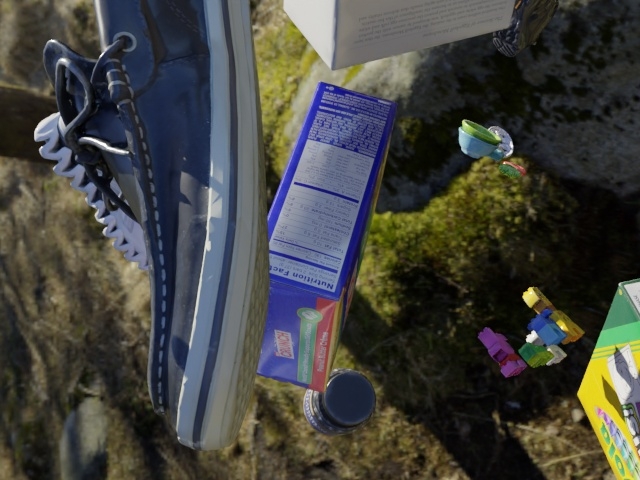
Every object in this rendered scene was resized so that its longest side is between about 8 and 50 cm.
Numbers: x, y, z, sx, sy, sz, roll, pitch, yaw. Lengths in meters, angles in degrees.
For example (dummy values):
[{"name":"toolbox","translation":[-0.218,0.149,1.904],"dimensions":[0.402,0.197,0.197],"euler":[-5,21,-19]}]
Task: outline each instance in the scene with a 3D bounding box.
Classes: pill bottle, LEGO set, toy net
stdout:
[{"name":"pill bottle","translation":[0.038,0.307,1.474],"dimensions":[0.219,0.123,0.123],"euler":[116,146,-72]},{"name":"LEGO set","translation":[0.302,0.121,1.100],"dimensions":[0.087,0.227,0.093],"euler":[-48,63,21]},{"name":"toy net","translation":[0.291,-0.156,1.268],"dimensions":[0.122,0.232,0.045],"euler":[28,110,11]}]

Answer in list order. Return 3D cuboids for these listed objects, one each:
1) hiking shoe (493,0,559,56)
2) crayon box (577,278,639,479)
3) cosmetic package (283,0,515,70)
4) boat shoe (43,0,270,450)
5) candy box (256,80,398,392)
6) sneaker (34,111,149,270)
[{"name":"hiking shoe","translation":[0.392,-0.455,1.426],"dimensions":[0.086,0.114,0.227],"euler":[42,141,27]},{"name":"crayon box","translation":[0.495,0.281,1.058],"dimensions":[0.313,0.106,0.363],"euler":[85,173,-50]},{"name":"cosmetic package","translation":[0.088,-0.322,0.788],"dimensions":[0.224,0.224,0.138],"euler":[93,152,-46]},{"name":"boat shoe","translation":[-0.121,-0.092,0.592],"dimensions":[0.187,0.156,0.500],"euler":[96,167,-70]},{"name":"candy box","translation":[0.000,0.000,1.034],"dimensions":[0.268,0.122,0.317],"euler":[98,-171,-57]},{"name":"sneaker","translation":[-0.256,-0.069,1.064],"dimensions":[0.118,0.292,0.110],"euler":[-34,15,14]}]
